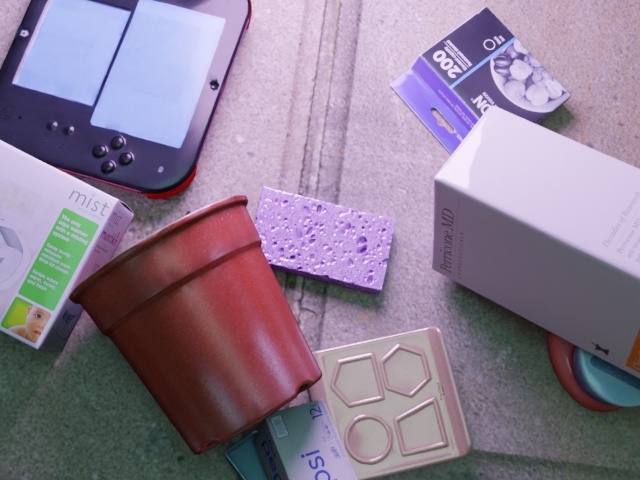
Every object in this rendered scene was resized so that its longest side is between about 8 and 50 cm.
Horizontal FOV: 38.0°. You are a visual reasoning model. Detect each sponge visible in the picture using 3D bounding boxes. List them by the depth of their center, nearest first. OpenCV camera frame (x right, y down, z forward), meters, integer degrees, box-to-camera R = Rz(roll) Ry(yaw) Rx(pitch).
[{"bbox_3d":[0.000,0.000,1.397,0.210,0.031,0.117,14,73,-1],"label":"sponge"}]

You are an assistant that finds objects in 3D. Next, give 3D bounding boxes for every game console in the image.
[{"bbox_3d":[-0.310,-0.273,1.437,0.341,0.060,0.387,17,72,0],"label":"game console"}]

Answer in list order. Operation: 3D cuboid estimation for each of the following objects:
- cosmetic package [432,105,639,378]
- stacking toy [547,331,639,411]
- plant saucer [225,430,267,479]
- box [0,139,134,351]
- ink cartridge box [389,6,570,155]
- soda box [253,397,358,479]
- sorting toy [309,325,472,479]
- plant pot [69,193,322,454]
[{"bbox_3d":[0.381,0.026,1.243,0.453,0.230,0.161,29,63,24],"label":"cosmetic package"},{"bbox_3d":[0.490,0.098,1.360,0.308,0.130,0.280,-12,75,-9],"label":"stacking toy"},{"bbox_3d":[-0.056,0.356,1.281,0.067,0.018,0.192,-28,76,-47],"label":"plant saucer"},{"bbox_3d":[-0.434,-0.005,1.299,0.261,0.127,0.231,27,84,3],"label":"box"},{"bbox_3d":[0.254,-0.240,1.484,0.208,0.045,0.206,-39,81,-13],"label":"ink cartridge box"},{"bbox_3d":[0.007,0.362,1.219,0.091,0.098,0.286,-13,62,-23],"label":"soda box"},{"bbox_3d":[0.095,0.236,1.337,0.208,0.038,0.193,-12,75,-4],"label":"sorting toy"},{"bbox_3d":[-0.148,0.121,1.242,0.272,0.272,0.265,-30,86,-13],"label":"plant pot"}]
